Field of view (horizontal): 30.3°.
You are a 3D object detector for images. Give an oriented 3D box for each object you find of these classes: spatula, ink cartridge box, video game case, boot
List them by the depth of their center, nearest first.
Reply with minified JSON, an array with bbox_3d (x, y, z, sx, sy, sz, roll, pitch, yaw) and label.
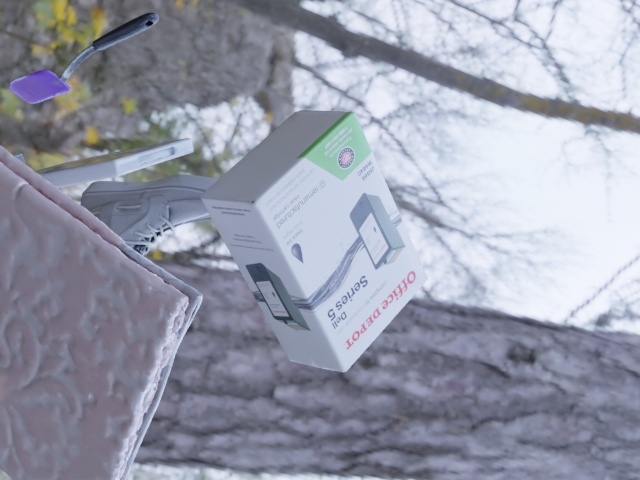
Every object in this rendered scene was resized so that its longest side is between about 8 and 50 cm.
[{"bbox_3d":[-0.286,-0.088,1.463,0.201,0.183,0.023,-8,-81,25],"label":"video game case"},{"bbox_3d":[0.000,0.000,1.507,0.115,0.273,0.198,7,-137,46],"label":"ink cartridge box"},{"bbox_3d":[-0.240,-0.019,1.703,0.258,0.095,0.123,-3,-120,25],"label":"boot"},{"bbox_3d":[-0.407,-0.318,2.048,0.296,0.084,0.030,-30,-120,13],"label":"spatula"}]

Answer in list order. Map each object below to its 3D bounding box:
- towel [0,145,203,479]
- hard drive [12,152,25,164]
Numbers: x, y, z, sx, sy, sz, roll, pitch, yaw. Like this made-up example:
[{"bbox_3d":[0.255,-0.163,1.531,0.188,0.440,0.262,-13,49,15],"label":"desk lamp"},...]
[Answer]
[{"bbox_3d":[-0.295,0.096,1.208,0.053,0.317,0.332,-31,151,-57],"label":"towel"},{"bbox_3d":[-0.468,-0.081,1.560,0.094,0.135,0.022,-13,-79,31],"label":"hard drive"}]
